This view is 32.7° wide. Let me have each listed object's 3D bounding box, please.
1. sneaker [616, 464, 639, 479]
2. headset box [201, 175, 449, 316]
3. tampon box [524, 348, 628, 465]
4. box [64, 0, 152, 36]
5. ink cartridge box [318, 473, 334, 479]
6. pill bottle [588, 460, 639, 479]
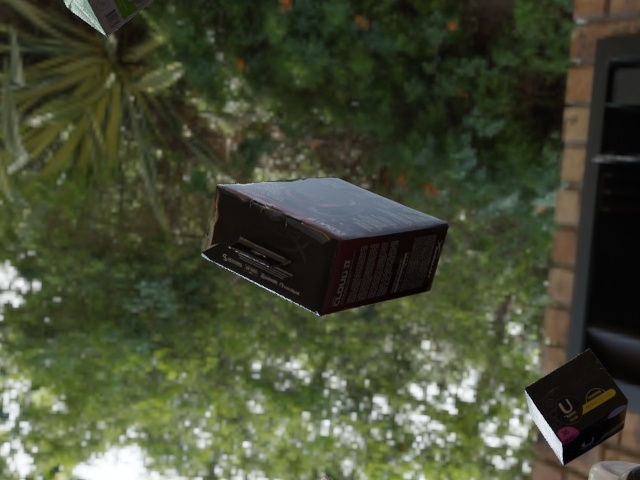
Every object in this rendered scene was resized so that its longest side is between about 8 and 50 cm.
[{"bbox_3d":[0.465,0.294,1.316,0.215,0.084,0.083,-2,144,6],"label":"sneaker"},{"bbox_3d":[0.000,0.000,1.482,0.218,0.110,0.293,24,-161,33],"label":"headset box"},{"bbox_3d":[0.396,0.260,1.690,0.120,0.101,0.161,-32,153,-1],"label":"tampon box"},{"bbox_3d":[-0.323,-0.495,1.696,0.127,0.231,0.262,38,163,32],"label":"box"},{"bbox_3d":[-0.033,0.455,1.617,0.097,0.207,0.046,43,177,44],"label":"ink cartridge box"},{"bbox_3d":[0.550,0.553,1.976,0.162,0.278,0.162,7,-175,-1],"label":"pill bottle"}]
